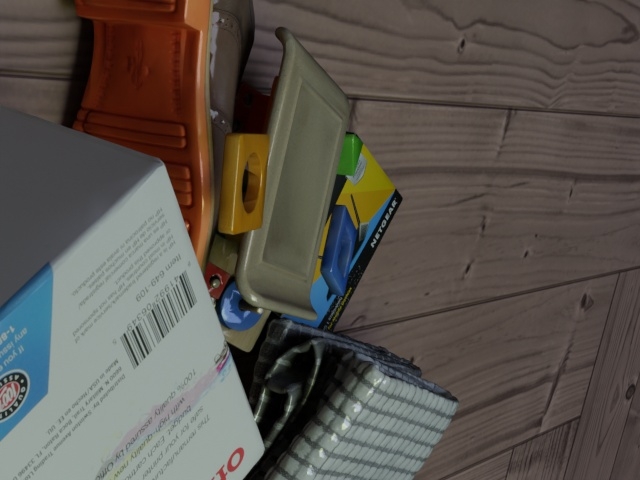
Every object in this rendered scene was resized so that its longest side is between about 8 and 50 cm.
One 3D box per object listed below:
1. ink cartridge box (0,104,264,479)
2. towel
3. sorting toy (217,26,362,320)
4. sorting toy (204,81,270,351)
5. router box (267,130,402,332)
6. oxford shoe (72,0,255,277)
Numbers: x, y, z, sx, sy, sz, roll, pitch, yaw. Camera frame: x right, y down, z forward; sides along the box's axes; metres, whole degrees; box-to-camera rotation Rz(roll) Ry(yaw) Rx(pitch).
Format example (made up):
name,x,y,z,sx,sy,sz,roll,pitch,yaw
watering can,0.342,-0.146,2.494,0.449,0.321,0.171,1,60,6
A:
name,x,y,z,sx,sy,sz,roll,pitch,yaw
ink cartridge box,-0.191,0.086,0.759,0.198,0.197,0.270,-48,142,-32
towel,-0.006,0.201,1.132,0.235,0.121,0.283,-55,154,3
sorting toy,-0.029,-0.044,0.909,0.347,0.047,0.196,29,69,-75
sorting toy,-0.065,0.003,1.009,0.132,0.046,0.275,35,76,-37
router box,0.000,0.000,1.143,0.179,0.046,0.133,-62,147,-13
oxford shoe,-0.098,-0.093,0.874,0.132,0.130,0.364,-28,130,-57
